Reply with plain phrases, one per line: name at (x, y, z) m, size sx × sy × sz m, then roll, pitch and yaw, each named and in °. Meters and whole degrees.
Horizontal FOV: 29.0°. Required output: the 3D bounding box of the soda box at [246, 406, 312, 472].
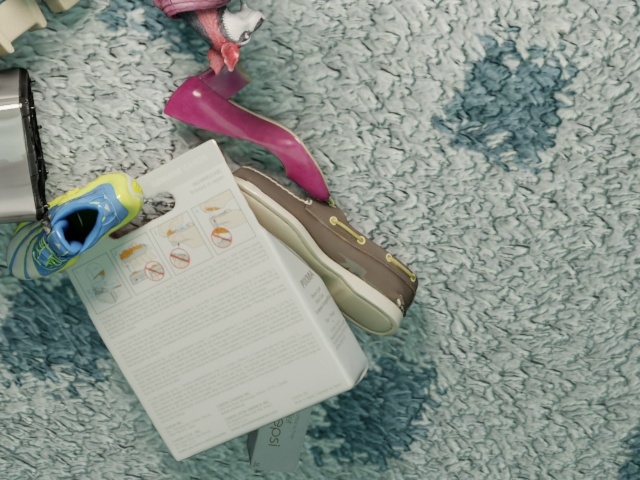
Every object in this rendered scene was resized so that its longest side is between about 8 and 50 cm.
soda box at (-0.051, 0.232, 1.824) m, size 0.074 × 0.069 × 0.216 m, roll 9°, pitch 112°, yaw -13°

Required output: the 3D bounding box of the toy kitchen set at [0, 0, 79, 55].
toy kitchen set at (-0.427, -0.299, 1.550) m, size 0.207 × 0.166 × 0.122 m, roll -46°, pitch 118°, yaw -29°

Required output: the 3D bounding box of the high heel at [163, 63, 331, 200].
high heel at (-0.094, -0.125, 1.654) m, size 0.117 × 0.082 × 0.244 m, roll -40°, pitch 108°, yaw -2°

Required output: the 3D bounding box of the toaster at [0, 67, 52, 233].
toaster at (-0.405, -0.113, 1.563) m, size 0.110 × 0.186 × 0.168 m, roll -8°, pitch 114°, yaw -10°

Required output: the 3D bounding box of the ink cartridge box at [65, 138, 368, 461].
ink cartridge box at (-0.159, 0.082, 1.706) m, size 0.308 × 0.091 × 0.385 m, roll -25°, pitch 98°, yaw 24°

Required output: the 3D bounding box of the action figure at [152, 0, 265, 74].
action figure at (-0.149, -0.375, 1.426) m, size 0.248 × 0.275 × 0.370 m, roll -14°, pitch 85°, yaw 35°

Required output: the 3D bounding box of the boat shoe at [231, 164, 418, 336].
boat shoe at (0.000, 0.000, 1.720) m, size 0.324 × 0.116 × 0.097 m, roll 39°, pitch 60°, yaw -11°

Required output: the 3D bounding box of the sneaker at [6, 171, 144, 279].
sneaker at (-0.347, -0.009, 1.621) m, size 0.240 × 0.126 × 0.091 m, roll -34°, pitch 95°, yaw 24°
